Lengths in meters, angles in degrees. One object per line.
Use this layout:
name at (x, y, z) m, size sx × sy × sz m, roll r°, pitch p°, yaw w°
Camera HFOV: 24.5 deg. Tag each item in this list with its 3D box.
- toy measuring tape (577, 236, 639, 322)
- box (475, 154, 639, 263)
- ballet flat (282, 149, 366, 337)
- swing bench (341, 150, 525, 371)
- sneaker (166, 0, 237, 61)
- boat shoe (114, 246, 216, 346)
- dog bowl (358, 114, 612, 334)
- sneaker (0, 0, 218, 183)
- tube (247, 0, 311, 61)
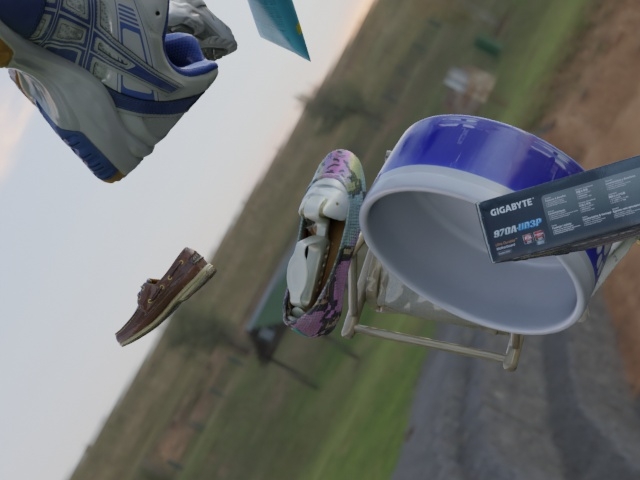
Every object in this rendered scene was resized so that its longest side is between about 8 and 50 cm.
toy measuring tape at (0.446, -0.009, 1.855) m, size 0.330 × 0.121 × 0.121 m, roll -47°, pitch -8°, yaw -22°
box at (0.252, -0.035, 1.093) m, size 0.220 × 0.051 × 0.175 m, roll -17°, pitch -6°, yaw 33°
ballet flat at (0.000, 0.000, 1.677) m, size 0.079 × 0.077 × 0.222 m, roll 18°, pitch -98°, yaw -58°
swing bench at (0.183, 0.023, 2.082) m, size 0.255 × 0.253 × 0.165 m, roll -63°, pitch -21°, yaw -46°
sneaker at (-0.163, -0.273, 1.732) m, size 0.232 × 0.090 × 0.115 m, roll 37°, pitch -145°, yaw -77°
boat shoe at (-0.226, 0.079, 2.069) m, size 0.178 × 0.060 × 0.064 m, roll -42°, pitch 1°, yaw 13°
dog bowl at (0.181, -0.014, 1.601) m, size 0.104 × 0.265 × 0.265 m, roll -60°, pitch -3°, yaw -26°
sneaker at (-0.172, -0.164, 0.966) m, size 0.131 × 0.112 × 0.296 m, roll -41°, pitch -34°, yaw -2°
tube at (-0.063, -0.294, 1.779) m, size 0.052 × 0.080 × 0.207 m, roll -47°, pitch -29°, yaw -17°
